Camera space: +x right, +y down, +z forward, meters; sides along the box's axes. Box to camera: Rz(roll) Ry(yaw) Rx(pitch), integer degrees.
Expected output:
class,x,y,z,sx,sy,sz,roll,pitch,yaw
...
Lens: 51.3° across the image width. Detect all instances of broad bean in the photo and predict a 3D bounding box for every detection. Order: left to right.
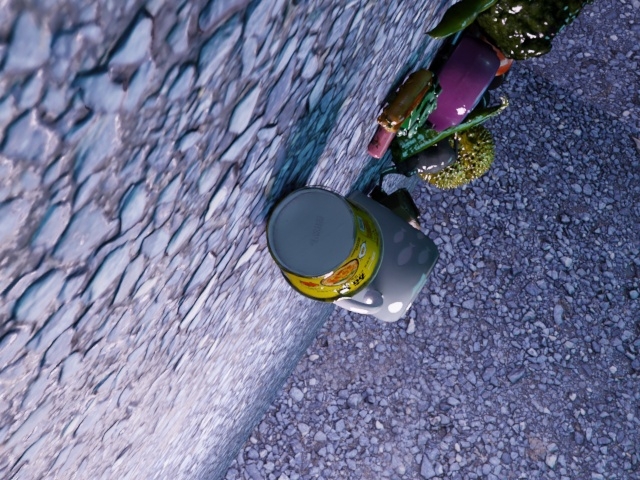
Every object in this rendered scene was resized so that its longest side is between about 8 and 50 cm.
class,x,y,z,sx,sy,sz,roll,pitch,yaw
broad bean,0.320,-0.483,1.348,0.297,0.060,0.043,-38,146,-17

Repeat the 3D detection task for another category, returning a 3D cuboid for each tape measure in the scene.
class,x,y,z,sx,sy,sz,roll,pitch,yaw
tape measure,0.340,-0.398,1.696,0.231,0.149,0.245,-54,179,-45

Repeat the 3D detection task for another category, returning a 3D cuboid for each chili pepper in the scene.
class,x,y,z,sx,sy,sz,roll,pitch,yaw
chili pepper,0.353,-0.317,1.842,0.359,0.076,0.085,-26,137,-12

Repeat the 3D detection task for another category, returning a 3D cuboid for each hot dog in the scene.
class,x,y,z,sx,sy,sz,roll,pitch,yaw
hot dog,0.176,-0.293,1.370,0.188,0.055,0.072,-53,174,-32

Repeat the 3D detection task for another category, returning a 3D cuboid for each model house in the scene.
class,x,y,z,sx,sy,sz,roll,pitch,yaw
model house,0.193,-0.082,1.953,0.181,0.176,0.248,-31,-148,19

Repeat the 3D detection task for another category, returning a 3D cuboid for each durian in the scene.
class,x,y,z,sx,sy,sz,roll,pitch,yaw
durian,0.421,-0.304,2.188,0.291,0.291,0.224,-59,159,8

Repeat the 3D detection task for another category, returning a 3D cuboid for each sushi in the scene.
class,x,y,z,sx,sy,sz,roll,pitch,yaw
sushi,0.510,-0.575,1.554,0.294,0.178,0.352,-46,-172,15

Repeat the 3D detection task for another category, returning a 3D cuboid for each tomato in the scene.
class,x,y,z,sx,sy,sz,roll,pitch,yaw
tomato,0.469,-0.541,1.864,0.167,0.167,0.167,-56,172,-12

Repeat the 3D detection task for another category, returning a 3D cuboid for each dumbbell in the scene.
class,x,y,z,sx,sy,sz,roll,pitch,yaw
dumbbell,0.550,-0.553,2.341,0.218,0.152,0.152,-54,172,-27

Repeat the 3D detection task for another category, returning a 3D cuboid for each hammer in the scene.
class,x,y,z,sx,sy,sz,roll,pitch,yaw
hammer,0.134,-0.221,1.460,0.083,0.043,0.043,-63,171,23

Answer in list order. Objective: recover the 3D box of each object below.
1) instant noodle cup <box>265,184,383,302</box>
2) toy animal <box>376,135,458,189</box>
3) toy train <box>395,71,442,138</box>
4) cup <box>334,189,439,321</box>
class,x,y,z,sx,sy,sz,roll,pitch,yaw
instant noodle cup,0.000,0.000,1.039,0.182,0.182,0.144,-57,164,-3
toy animal,0.270,-0.246,1.914,0.269,0.137,0.082,-17,174,0
toy train,0.216,-0.312,1.519,0.178,0.071,0.104,-51,159,-33
cup,0.121,0.071,1.662,0.356,0.274,0.259,-48,167,-55
